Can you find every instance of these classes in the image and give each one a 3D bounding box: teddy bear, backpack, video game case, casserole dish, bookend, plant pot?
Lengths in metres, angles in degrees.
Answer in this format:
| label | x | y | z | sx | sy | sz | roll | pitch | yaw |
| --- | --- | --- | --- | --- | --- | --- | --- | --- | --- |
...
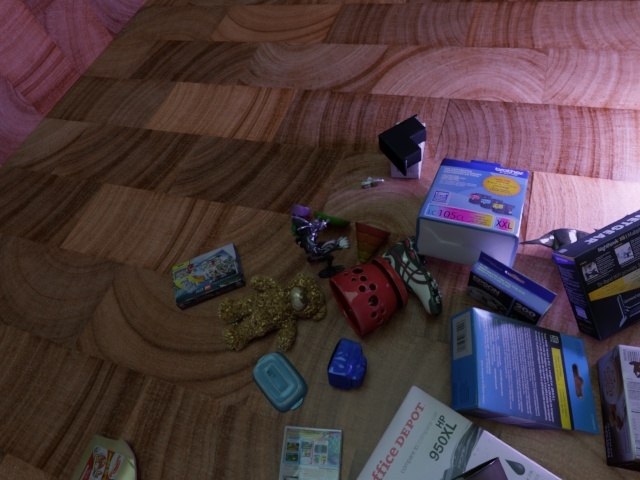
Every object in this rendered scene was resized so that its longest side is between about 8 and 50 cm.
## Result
| label | x | y | z | sx | sy | sz | roll | pitch | yaw |
| --- | --- | --- | --- | --- | --- | --- | --- | --- | --- |
| teddy bear | -0.156 | 0.211 | 1.294 | 0.338 | 0.113 | 0.245 | -4 | 60 | 11 |
| backpack | 0.078 | 0.339 | 1.168 | 0.101 | 0.097 | 0.120 | 14 | 49 | 11 |
| video game case | -0.024 | 0.562 | 1.094 | 0.157 | 0.019 | 0.143 | -2 | 57 | 13 |
| casserole dish | -0.122 | 0.398 | 1.211 | 0.114 | 0.037 | 0.188 | -39 | 57 | -13 |
| bookend | 0.302 | -0.322 | 1.418 | 0.157 | 0.072 | 0.156 | -30 | 58 | -6 |
| plant pot | 0.141 | 0.151 | 1.214 | 0.174 | 0.191 | 0.191 | -29 | 56 | -9 |

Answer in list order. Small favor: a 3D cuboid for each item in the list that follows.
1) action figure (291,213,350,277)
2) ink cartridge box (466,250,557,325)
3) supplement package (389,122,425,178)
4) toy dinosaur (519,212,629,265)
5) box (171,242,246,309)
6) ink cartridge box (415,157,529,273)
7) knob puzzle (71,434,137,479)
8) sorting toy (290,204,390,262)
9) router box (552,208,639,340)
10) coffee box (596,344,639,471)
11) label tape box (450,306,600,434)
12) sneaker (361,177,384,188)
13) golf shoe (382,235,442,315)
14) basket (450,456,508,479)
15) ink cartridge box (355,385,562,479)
| label | x | y | z | sx | sy | sz | roll | pitch | yaw |
| --- | --- | --- | --- | --- | --- | --- | --- | --- | --- |
| action figure | 0.000 | 0.000 | 1.290 | 0.141 | 0.275 | 0.164 | -31 | 56 | -6 |
| ink cartridge box | 0.494 | 0.142 | 1.123 | 0.206 | 0.208 | 0.045 | 35 | 72 | 30 |
| supplement package | 0.315 | -0.324 | 1.524 | 0.105 | 0.105 | 0.179 | 6 | 61 | 18 |
| toy dinosaur | 0.736 | 0.020 | 1.219 | 0.314 | 0.121 | 0.160 | 0 | 46 | 19 |
| box | -0.385 | 0.121 | 1.445 | 0.233 | 0.044 | 0.159 | -21 | 56 | -1 |
| ink cartridge box | 0.466 | -0.107 | 1.284 | 0.270 | 0.151 | 0.395 | 14 | 43 | 20 |
| knob puzzle | -0.583 | 0.650 | 1.165 | 0.213 | 0.030 | 0.213 | -6 | 56 | 10 |
| sorting toy | 0.046 | -0.020 | 1.419 | 0.366 | 0.127 | 0.126 | 17 | 93 | 26 |
| router box | 0.786 | 0.078 | 1.085 | 0.309 | 0.242 | 0.081 | -25 | 11 | -4 |
| coffee box | 0.715 | 0.382 | 0.960 | 0.098 | 0.141 | 0.246 | 5 | 61 | 16 |
| label tape box | 0.492 | 0.328 | 1.045 | 0.334 | 0.106 | 0.240 | 17 | 59 | -12 |
| sneaker | 0.186 | -0.215 | 1.530 | 0.083 | 0.032 | 0.036 | -10 | 57 | 7 |
| golf shoe | 0.280 | 0.119 | 1.269 | 0.120 | 0.105 | 0.272 | -27 | 48 | 14 |
| basket | 0.299 | 0.546 | 0.752 | 0.205 | 0.154 | 0.226 | -29 | 61 | -2 |
| ink cartridge box | 0.303 | 0.560 | 0.928 | 0.395 | 0.166 | 0.285 | 28 | 68 | 27 |
